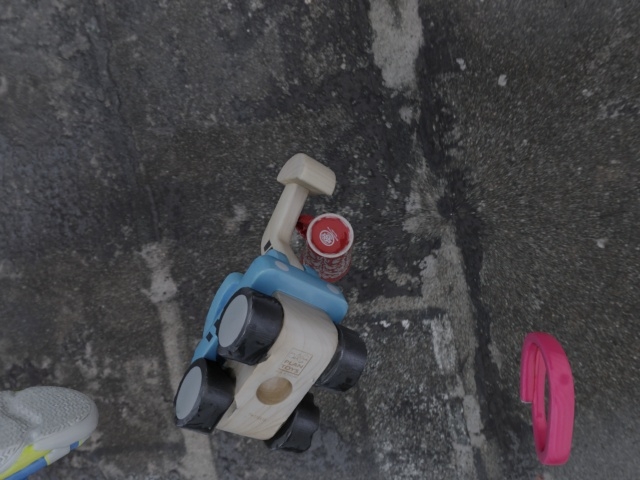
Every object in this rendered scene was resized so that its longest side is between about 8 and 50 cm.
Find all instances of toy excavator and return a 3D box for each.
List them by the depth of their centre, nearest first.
[{"bbox_3d":[-0.086,0.079,0.857,0.222,0.445,0.432,26,106,-28],"label":"toy excavator"}]

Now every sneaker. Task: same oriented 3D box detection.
[{"bbox_3d":[-0.318,0.218,0.411,0.240,0.091,0.126,-12,119,-20],"label":"sneaker"}]

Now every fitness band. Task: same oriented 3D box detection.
[{"bbox_3d":[0.487,0.339,1.006,0.054,0.209,0.290,-3,108,11],"label":"fitness band"}]

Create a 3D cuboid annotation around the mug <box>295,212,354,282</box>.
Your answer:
[{"bbox_3d":[-0.001,0.009,0.960,0.150,0.169,0.113,21,73,4],"label":"mug"}]
